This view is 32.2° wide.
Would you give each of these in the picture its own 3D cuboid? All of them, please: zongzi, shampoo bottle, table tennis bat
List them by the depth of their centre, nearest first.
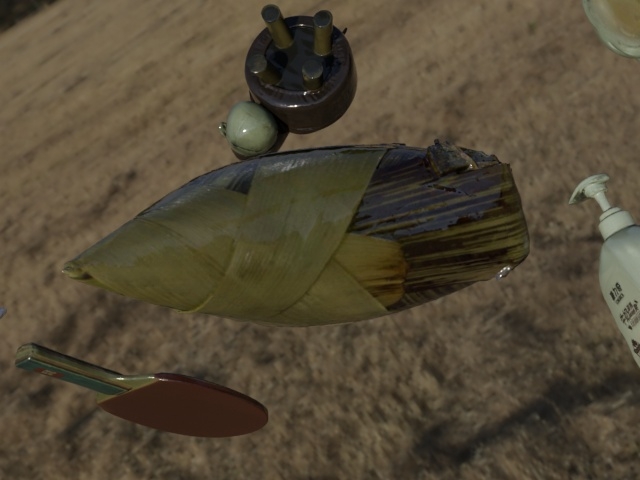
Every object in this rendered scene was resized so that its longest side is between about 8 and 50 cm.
[{"bbox_3d":[0.192,0.024,0.646,0.045,0.152,0.077,-17,-23,-9],"label":"shampoo bottle"},{"bbox_3d":[0.000,0.000,0.867,0.289,0.154,0.317,-10,3,21],"label":"zongzi"},{"bbox_3d":[-0.175,0.154,1.106,0.154,0.274,0.021,-25,50,43],"label":"table tennis bat"}]

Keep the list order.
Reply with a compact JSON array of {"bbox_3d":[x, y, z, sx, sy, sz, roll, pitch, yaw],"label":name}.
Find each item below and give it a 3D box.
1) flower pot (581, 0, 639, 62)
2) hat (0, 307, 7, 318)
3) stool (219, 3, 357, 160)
[{"bbox_3d":[0.428,-0.321,1.326,0.195,0.246,0.246,-27,12,-36],"label":"flower pot"},{"bbox_3d":[-0.433,0.081,1.133,0.203,0.126,0.203,-32,10,6],"label":"hat"},{"bbox_3d":[-0.042,-0.173,1.248,0.217,0.125,0.121,-49,-18,-6],"label":"stool"}]
